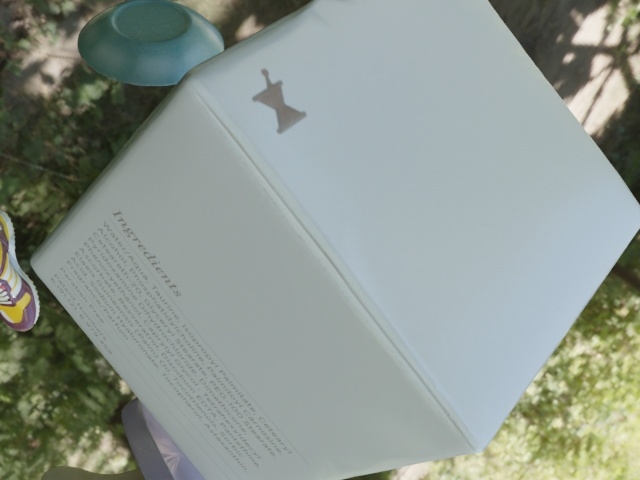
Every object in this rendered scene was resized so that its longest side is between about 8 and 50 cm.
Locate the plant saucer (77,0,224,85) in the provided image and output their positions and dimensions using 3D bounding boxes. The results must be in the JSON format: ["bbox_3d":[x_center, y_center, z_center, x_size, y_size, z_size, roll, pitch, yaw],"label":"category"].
[{"bbox_3d":[-0.225,-0.278,1.122,0.195,0.195,0.037,-35,150,-35],"label":"plant saucer"}]

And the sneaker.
[{"bbox_3d":[-0.447,0.052,1.151,0.084,0.070,0.185,-67,146,-65],"label":"sneaker"}]

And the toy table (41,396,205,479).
[{"bbox_3d":[-0.188,0.315,0.904,0.161,0.274,0.252,-37,135,-3],"label":"toy table"}]

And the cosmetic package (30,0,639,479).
[{"bbox_3d":[0.000,0.000,0.791,0.329,0.327,0.394,-41,-174,-38],"label":"cosmetic package"}]
